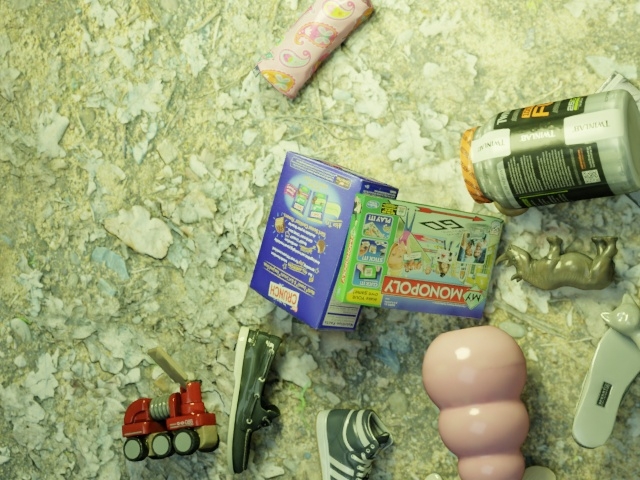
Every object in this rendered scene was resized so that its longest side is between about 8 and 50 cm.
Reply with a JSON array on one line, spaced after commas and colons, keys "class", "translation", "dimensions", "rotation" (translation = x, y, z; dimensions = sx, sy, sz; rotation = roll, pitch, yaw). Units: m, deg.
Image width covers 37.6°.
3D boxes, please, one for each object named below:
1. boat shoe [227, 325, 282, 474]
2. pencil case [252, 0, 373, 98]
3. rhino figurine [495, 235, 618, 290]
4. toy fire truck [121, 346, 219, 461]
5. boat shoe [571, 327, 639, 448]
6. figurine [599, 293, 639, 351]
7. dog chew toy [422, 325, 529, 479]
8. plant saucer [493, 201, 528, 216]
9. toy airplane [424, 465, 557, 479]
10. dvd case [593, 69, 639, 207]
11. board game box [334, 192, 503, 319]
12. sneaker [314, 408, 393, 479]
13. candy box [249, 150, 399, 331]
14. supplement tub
[{"class": "boat shoe", "translation": [-0.143, 0.364, 2.105], "dimensions": [0.113, 0.127, 0.340], "rotation": [6, 92, 0]}, {"class": "pencil case", "translation": [-0.017, -0.439, 2.016], "dimensions": [0.284, 0.124, 0.124], "rotation": [-44, 76, 20]}, {"class": "rhino figurine", "translation": [0.463, 0.046, 1.853], "dimensions": [0.243, 0.073, 0.106], "rotation": [-1, 89, 25]}, {"class": "toy fire truck", "translation": [-0.367, 0.382, 2.195], "dimensions": [0.217, 0.158, 0.246], "rotation": [-13, 75, 24]}, {"class": "boat shoe", "translation": [0.555, 0.276, 1.813], "dimensions": [0.096, 0.088, 0.267], "rotation": [20, 79, 8]}, {"class": "figurine", "translation": [0.658, 0.163, 1.748], "dimensions": [0.215, 0.092, 0.209], "rotation": [-32, 70, 0]}, {"class": "dog chew toy", "translation": [0.317, 0.339, 1.842], "dimensions": [0.207, 0.206, 0.331], "rotation": [-14, 78, 23]}, {"class": "plant saucer", "translation": [0.389, -0.090, 1.910], "dimensions": [0.083, 0.015, 0.083], "rotation": [1, 93, 24]}, {"class": "toy airplane", "translation": [0.301, 0.657, 1.873], "dimensions": [0.386, 0.272, 0.384], "rotation": [-19, 47, 31]}, {"class": "dvd case", "translation": [0.595, -0.195, 1.815], "dimensions": [0.221, 0.018, 0.164], "rotation": [46, 109, 16]}, {"class": "board game box", "translation": [0.199, 0.035, 1.868], "dimensions": [0.046, 0.317, 0.213], "rotation": [-153, 73, -66]}, {"class": "sneaker", "translation": [0.085, 0.498, 2.020], "dimensions": [0.153, 0.099, 0.282], "rotation": [-13, 84, 25]}, {"class": "candy box", "translation": [0.000, 0.000, 1.969], "dimensions": [0.268, 0.122, 0.317], "rotation": [27, 102, 50]}, {"class": "supplement tub", "translation": [0.438, -0.164, 1.776], "dimensions": [0.316, 0.193, 0.193], "rotation": [-8, 89, 29]}]
